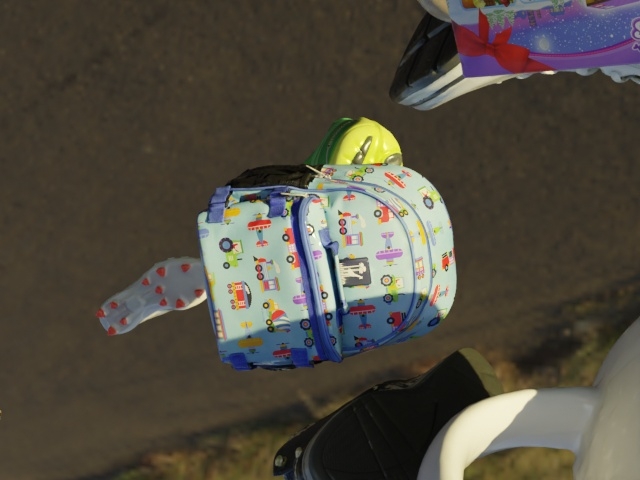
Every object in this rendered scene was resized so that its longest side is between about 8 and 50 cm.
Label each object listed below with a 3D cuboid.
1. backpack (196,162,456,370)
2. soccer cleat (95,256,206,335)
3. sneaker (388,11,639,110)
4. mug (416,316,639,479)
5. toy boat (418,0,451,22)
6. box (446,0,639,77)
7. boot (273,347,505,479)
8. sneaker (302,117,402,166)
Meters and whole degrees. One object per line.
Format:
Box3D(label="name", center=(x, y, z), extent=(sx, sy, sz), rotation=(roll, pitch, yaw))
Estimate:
Box3D(label="backpack", center=(0.010, 0.020, 1.195), extent=(0.173, 0.158, 0.117), rotation=(-2, -169, 18))
Box3D(label="soccer cleat", center=(-0.199, 0.063, 1.986), extent=(0.196, 0.068, 0.076), rotation=(-25, -176, 33))
Box3D(label="sneaker", center=(0.280, -0.206, 1.778), extent=(0.257, 0.169, 0.447), rotation=(33, 148, -19))
Box3D(label="mug", center=(0.233, 0.173, 0.875), extent=(0.374, 0.328, 0.276), rotation=(7, 124, -14))
Box3D(label="toy boat", center=(0.147, -0.337, 1.549), extent=(0.151, 0.151, 0.231), rotation=(-17, 106, 34))
Box3D(label="box", center=(0.216, -0.234, 1.194), extent=(0.293, 0.057, 0.201), rotation=(0, 113, 41))
Box3D(label="boot", center=(0.022, 0.172, 1.226), extent=(0.178, 0.085, 0.236), rotation=(-32, 175, 39))
Box3D(label="sneaker", center=(0.000, 0.000, 1.747), extent=(0.109, 0.296, 0.123), rotation=(21, -166, -23))
